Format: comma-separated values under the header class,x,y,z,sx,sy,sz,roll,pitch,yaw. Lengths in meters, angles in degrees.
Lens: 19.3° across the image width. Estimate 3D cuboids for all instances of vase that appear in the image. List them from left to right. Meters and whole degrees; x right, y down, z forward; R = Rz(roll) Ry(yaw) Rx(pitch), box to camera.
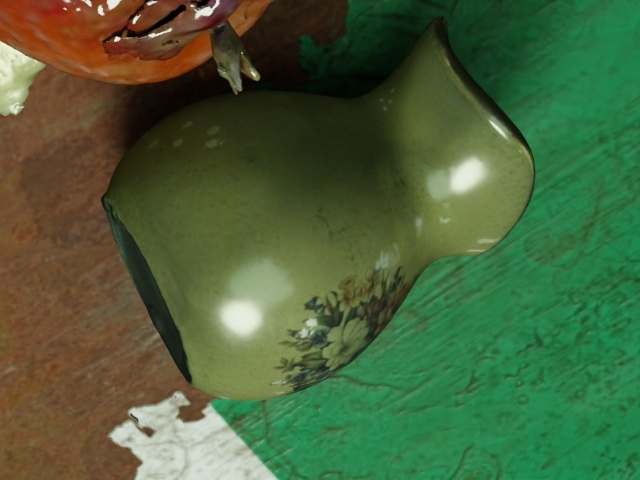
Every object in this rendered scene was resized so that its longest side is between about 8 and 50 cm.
class,x,y,z,sx,sy,sz,roll,pitch,yaw
vase,0.000,0.000,1.519,0.302,0.241,0.329,-26,152,-11

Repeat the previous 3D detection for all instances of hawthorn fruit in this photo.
class,x,y,z,sx,sy,sz,roll,pitch,yaw
hawthorn fruit,-0.128,-0.217,1.276,0.276,0.307,0.276,-36,158,-17

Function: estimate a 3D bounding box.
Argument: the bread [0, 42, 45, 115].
class,x,y,z,sx,sy,sz,roll,pitch,yaw
bread,-0.275,-0.184,1.415,0.178,0.060,0.139,29,111,-26
